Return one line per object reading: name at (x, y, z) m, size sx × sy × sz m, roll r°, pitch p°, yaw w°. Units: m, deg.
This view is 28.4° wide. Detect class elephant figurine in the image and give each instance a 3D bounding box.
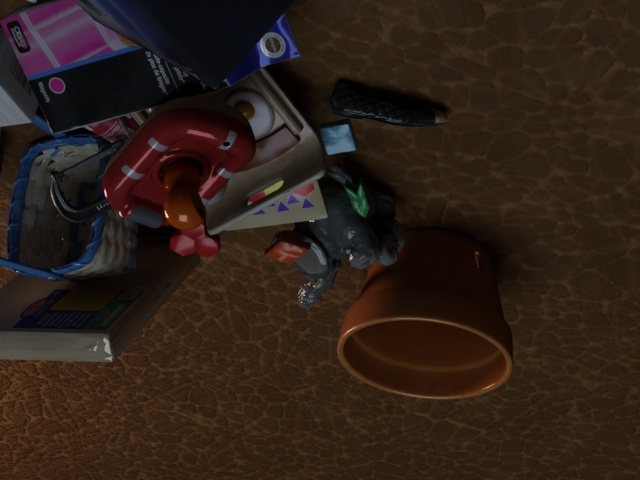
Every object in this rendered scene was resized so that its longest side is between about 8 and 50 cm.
elephant figurine at (0.000, 0.000, 2.029) m, size 0.239 × 0.186 × 0.169 m, roll -19°, pitch 170°, yaw 35°

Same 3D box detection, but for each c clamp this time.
c clamp at (-0.332, -0.103, 1.861) m, size 0.161 × 0.022 × 0.137 m, roll -32°, pitch 122°, yaw 1°

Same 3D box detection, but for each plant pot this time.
plant pot at (0.184, 0.116, 2.131) m, size 0.291 × 0.203 × 0.291 m, roll 6°, pitch 148°, yaw 4°

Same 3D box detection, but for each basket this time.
basket at (-0.417, -0.053, 1.971) m, size 0.201 × 0.254 × 0.289 m, roll -6°, pitch 156°, yaw 28°

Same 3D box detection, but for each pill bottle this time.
pill bottle at (-0.294, -0.185, 1.884) m, size 0.152 × 0.086 × 0.086 m, roll 29°, pitch 143°, yaw -32°

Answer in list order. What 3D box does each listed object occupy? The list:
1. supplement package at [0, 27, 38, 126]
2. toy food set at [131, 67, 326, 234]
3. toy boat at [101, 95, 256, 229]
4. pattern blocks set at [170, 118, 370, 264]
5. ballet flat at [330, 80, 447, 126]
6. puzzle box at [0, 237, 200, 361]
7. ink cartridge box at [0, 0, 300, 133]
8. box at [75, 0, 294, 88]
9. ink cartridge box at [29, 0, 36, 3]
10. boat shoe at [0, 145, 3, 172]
supplement package at (-0.510, -0.232, 1.848) m, size 0.179 × 0.105 × 0.105 m, roll -5°, pitch 147°, yaw 21°
toy food set at (-0.166, -0.166, 1.775) m, size 0.220 × 0.092 × 0.306 m, roll -27°, pitch 115°, yaw 28°
toy boat at (-0.182, -0.079, 1.678) m, size 0.151 × 0.151 × 0.231 m, roll 20°, pitch 130°, yaw -36°
pattern blocks set at (-0.089, -0.086, 1.894) m, size 0.325 × 0.026 × 0.285 m, roll 0°, pitch 125°, yaw 12°
ballet flat at (0.100, -0.192, 1.812) m, size 0.173 × 0.049 × 0.057 m, roll 9°, pitch -178°, yaw -9°
puzzle box at (-0.393, 0.090, 2.096) m, size 0.272 × 0.409 × 0.052 m, roll 0°, pitch 111°, yaw 16°
ink cartridge box at (-0.227, -0.267, 1.666) m, size 0.371 × 0.069 × 0.175 m, roll -13°, pitch 113°, yaw 21°
box at (-0.214, -0.353, 1.380) m, size 0.296 × 0.182 × 0.294 m, roll 34°, pitch 172°, yaw 45°
ink cartridge box at (-0.393, -0.375, 1.628) m, size 0.104 × 0.061 × 0.181 m, roll 22°, pitch 147°, yaw -19°
boat shoe at (-0.664, -0.176, 1.982) m, size 0.355 × 0.132 × 0.130 m, roll 18°, pitch 139°, yaw -29°
